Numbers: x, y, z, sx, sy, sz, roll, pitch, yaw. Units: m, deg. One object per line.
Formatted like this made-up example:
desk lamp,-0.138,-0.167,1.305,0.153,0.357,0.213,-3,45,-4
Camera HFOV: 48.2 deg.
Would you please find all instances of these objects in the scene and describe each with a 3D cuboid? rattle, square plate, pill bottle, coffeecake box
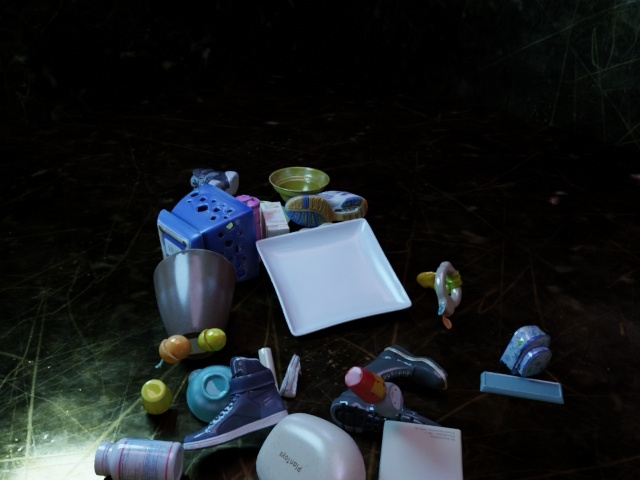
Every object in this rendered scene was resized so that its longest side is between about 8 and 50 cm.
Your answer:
rattle,0.312,0.160,1.990,0.142,0.130,0.200,2,53,23
square plate,0.030,0.101,2.001,0.344,0.049,0.347,-12,50,-17
pill bottle,-0.356,0.436,1.409,0.160,0.087,0.087,4,28,4
coffeecake box,-0.141,-0.015,2.206,0.068,0.142,0.185,-5,29,-11

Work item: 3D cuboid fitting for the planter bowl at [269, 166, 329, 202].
planter bowl,-0.077,-0.183,2.579,0.217,0.090,0.217,2,29,-1

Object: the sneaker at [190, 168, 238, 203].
sneaker,-0.411,-0.188,2.565,0.153,0.101,0.268,11,24,18

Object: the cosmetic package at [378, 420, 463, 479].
cosmetic package,0.181,0.486,1.324,0.160,0.113,0.309,5,27,6

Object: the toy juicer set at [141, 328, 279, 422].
toy juicer set,-0.225,0.308,1.617,0.329,0.089,0.209,9,59,2

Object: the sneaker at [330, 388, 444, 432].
sneaker,0.158,0.375,1.543,0.267,0.101,0.106,16,29,23

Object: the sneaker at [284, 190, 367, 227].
sneaker,0.007,-0.113,2.458,0.296,0.112,0.131,0,19,-23

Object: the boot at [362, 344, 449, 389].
boot,0.189,0.326,1.678,0.137,0.077,0.198,-26,26,-34

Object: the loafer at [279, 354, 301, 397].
loafer,-0.065,0.324,1.693,0.039,0.045,0.125,21,37,1

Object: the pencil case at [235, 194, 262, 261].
pencil case,-0.219,-0.038,2.172,0.095,0.209,0.098,2,31,2

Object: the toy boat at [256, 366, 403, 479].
toy boat,0.034,0.394,1.366,0.318,0.148,0.267,-54,38,-6

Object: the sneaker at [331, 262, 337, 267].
sneaker,-0.009,0.058,2.128,0.258,0.094,0.091,23,30,33

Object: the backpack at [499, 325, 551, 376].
backpack,0.506,0.269,1.731,0.105,0.114,0.084,-1,29,-35

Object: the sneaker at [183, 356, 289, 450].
sneaker,-0.194,0.336,1.493,0.226,0.163,0.086,-16,-10,-20

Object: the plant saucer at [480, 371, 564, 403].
plant saucer,0.478,0.347,1.700,0.192,0.018,0.067,8,29,10

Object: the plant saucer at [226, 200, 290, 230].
plant saucer,-0.221,-0.068,2.411,0.241,0.037,0.241,2,29,-1

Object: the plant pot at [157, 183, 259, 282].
plant pot,-0.333,0.003,2.079,0.212,0.236,0.236,-28,40,-33

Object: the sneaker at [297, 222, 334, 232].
sneaker,0.000,0.000,2.281,0.185,0.069,0.084,-15,59,-44

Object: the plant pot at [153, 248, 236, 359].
plant pot,-0.315,0.178,1.805,0.215,0.215,0.230,-2,43,-8
